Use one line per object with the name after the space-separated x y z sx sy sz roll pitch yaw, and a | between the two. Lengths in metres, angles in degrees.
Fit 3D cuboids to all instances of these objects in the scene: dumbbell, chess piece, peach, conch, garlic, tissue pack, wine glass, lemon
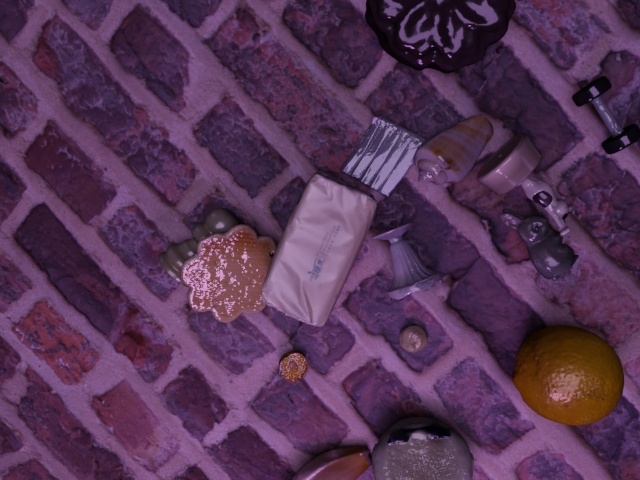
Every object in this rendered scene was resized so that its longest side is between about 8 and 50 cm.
0.763 -0.333 1.621 0.100 0.100 0.191 -33 92 12 | dumbbell
-0.350 0.006 1.826 0.144 0.144 0.251 45 95 0 | chess piece
-0.085 0.383 1.872 0.098 0.061 0.098 -3 104 -13 | peach
0.369 -0.243 1.668 0.158 0.127 0.255 43 100 -11 | conch
0.015 0.728 1.881 0.318 0.112 0.143 -29 116 5 | garlic
-0.001 0.013 1.670 0.207 0.297 0.380 23 96 0 | tissue pack
0.241 0.057 1.729 0.165 0.165 0.196 -20 91 11 | wine glass
0.669 0.363 1.651 0.293 0.293 0.292 1 98 8 | lemon

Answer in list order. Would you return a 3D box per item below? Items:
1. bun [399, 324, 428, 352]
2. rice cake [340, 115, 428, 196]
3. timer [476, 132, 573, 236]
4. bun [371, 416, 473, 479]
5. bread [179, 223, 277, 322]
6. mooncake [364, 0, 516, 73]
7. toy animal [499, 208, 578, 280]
0.276 0.296 1.807 0.086 0.055 0.086 1 99 8 | bun
0.182 -0.242 1.752 0.189 0.037 0.198 29 101 3 | rice cake
0.580 -0.140 1.649 0.266 0.175 0.175 42 102 -5 | timer
0.299 0.671 1.796 0.294 0.187 0.293 -3 70 7 | bun
-0.258 0.099 1.799 0.316 0.054 0.315 -9 115 -18 | bread
0.323 -0.627 1.599 0.350 0.212 0.381 44 104 -6 | mooncake
0.605 -0.002 1.682 0.236 0.138 0.108 49 135 -4 | toy animal
